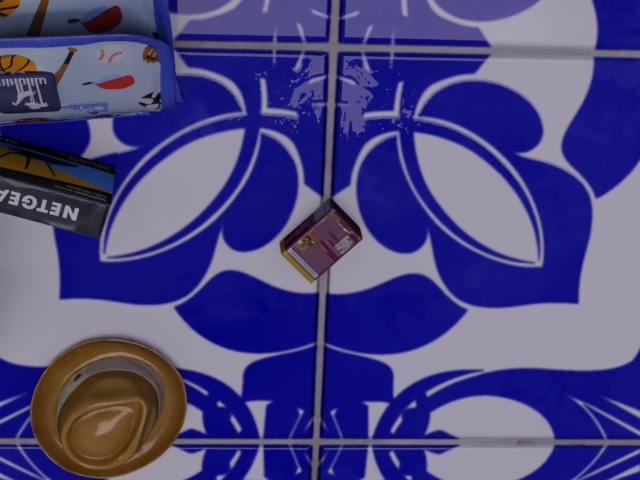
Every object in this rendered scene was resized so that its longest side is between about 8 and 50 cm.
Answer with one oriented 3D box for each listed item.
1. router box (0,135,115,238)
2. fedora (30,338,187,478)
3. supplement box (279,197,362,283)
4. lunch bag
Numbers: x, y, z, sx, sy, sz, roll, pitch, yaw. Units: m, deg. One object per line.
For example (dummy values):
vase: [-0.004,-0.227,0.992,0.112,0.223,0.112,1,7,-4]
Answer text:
router box: [-0.320,-0.066,1.875,0.179,0.133,0.046,15,110,-10]
fedora: [-0.253,0.213,2.015,0.194,0.079,0.194,-2,110,-5]
supplement box: [0.000,0.000,1.974,0.083,0.043,0.055,-40,108,11]
lunch bag: [-0.317,-0.288,1.747,0.327,0.239,0.385,-4,125,-3]
